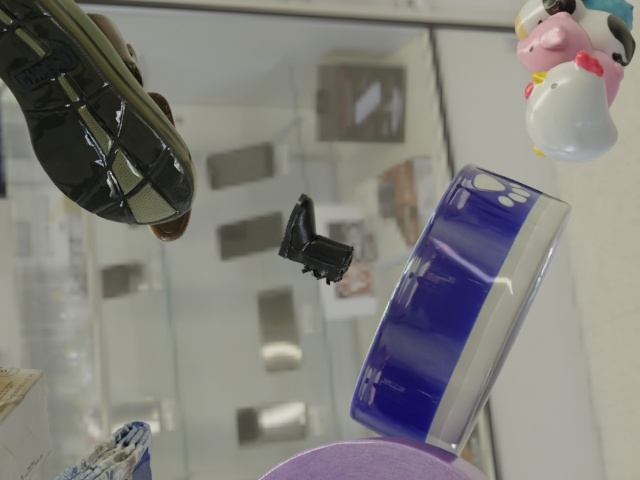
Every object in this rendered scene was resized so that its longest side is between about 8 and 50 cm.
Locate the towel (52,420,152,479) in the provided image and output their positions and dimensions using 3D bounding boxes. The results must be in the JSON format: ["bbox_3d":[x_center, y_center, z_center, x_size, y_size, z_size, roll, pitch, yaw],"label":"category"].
[{"bbox_3d":[-0.126,0.230,0.880,0.285,0.034,0.209,-47,-48,-86],"label":"towel"}]

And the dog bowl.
[{"bbox_3d":[0.128,0.067,1.337,0.265,0.104,0.265,-61,-11,-20],"label":"dog bowl"}]

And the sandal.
[{"bbox_3d":[-0.182,-0.133,1.106,0.120,0.302,0.086,-12,35,30],"label":"sandal"}]

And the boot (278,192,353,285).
[{"bbox_3d":[0.000,0.000,2.047,0.045,0.099,0.121,-53,-15,-51],"label":"boot"}]

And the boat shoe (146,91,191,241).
[{"bbox_3d":[-0.204,-0.088,1.851,0.072,0.068,0.190,152,113,-66],"label":"boat shoe"}]

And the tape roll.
[{"bbox_3d":[0.045,0.300,1.209,0.090,0.275,0.274,26,-121,-76],"label":"tape roll"}]

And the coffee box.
[{"bbox_3d":[-0.408,0.190,1.448,0.141,0.247,0.098,-61,-28,-67],"label":"coffee box"}]

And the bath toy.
[{"bbox_3d":[0.303,-0.225,1.764,0.348,0.151,0.129,-69,-12,-55],"label":"bath toy"}]
